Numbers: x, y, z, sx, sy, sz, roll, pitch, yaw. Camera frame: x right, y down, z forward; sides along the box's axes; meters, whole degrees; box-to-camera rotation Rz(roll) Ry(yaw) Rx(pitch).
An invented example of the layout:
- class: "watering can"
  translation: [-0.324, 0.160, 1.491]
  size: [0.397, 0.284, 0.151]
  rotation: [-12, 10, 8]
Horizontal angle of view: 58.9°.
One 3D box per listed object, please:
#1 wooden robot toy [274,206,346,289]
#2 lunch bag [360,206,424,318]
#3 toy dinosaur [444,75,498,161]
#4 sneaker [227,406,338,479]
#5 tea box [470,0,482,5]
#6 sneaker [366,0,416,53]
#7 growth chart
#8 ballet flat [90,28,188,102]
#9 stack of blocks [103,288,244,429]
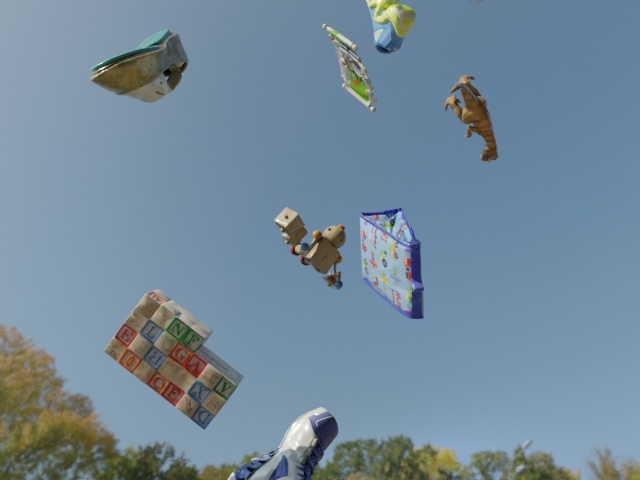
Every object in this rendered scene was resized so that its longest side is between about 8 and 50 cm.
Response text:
- class: "wooden robot toy"
  translation: [0.000, 0.000, 0.859]
  size: [0.079, 0.076, 0.173]
  rotation: [-50, -55, -14]
- class: "lunch bag"
  translation: [0.211, 0.065, 1.549]
  size: [0.138, 0.293, 0.221]
  rotation: [-9, -66, -9]
- class: "toy dinosaur"
  translation: [0.227, -0.200, 0.841]
  size: [0.064, 0.112, 0.211]
  rotation: [-37, -42, 12]
- class: "sneaker"
  translation: [-0.055, 0.569, 1.379]
  size: [0.315, 0.182, 0.128]
  rotation: [-32, -60, -28]
- class: "tea box"
  translation: [0.227, -0.565, 0.832]
  size: [0.220, 0.329, 0.324]
  rotation: [-37, -86, 17]
- class: "sneaker"
  translation: [0.149, -0.541, 1.399]
  size: [0.091, 0.240, 0.126]
  rotation: [7, -54, -21]
- class: "growth chart"
  translation: [0.089, -0.477, 1.585]
  size: [0.021, 0.172, 0.237]
  rotation: [-37, -39, -10]
- class: "ballet flat"
  translation: [-0.340, -0.338, 1.134]
  size: [0.123, 0.349, 0.123]
  rotation: [1, -61, 3]
- class: "stack of blocks"
  translation: [-0.327, 0.273, 1.328]
  size: [0.297, 0.087, 0.171]
  rotation: [38, -87, 2]
